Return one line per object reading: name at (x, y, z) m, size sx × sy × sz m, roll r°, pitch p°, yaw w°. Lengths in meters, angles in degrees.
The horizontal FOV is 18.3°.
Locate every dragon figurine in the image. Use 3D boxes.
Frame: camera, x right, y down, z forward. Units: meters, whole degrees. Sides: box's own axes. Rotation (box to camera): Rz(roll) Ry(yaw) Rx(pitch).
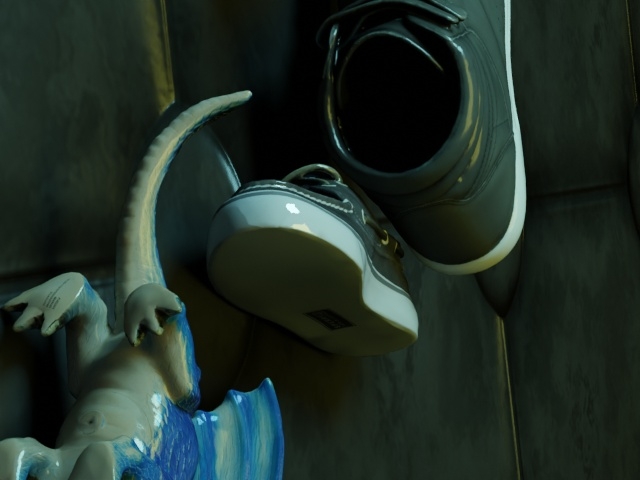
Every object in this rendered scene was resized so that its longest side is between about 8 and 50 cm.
dragon figurine at (-0.071, 0.085, 0.844) m, size 0.144 × 0.085 × 0.289 m, roll 55°, pitch 37°, yaw -50°

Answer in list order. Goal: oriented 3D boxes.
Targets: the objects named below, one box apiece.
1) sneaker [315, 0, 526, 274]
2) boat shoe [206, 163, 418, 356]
sneaker at (0.048, -0.137, 1.108) m, size 0.147 × 0.105 × 0.295 m, roll 41°, pitch 38°, yaw -69°
boat shoe at (0.000, 0.000, 1.050) m, size 0.228 × 0.080 × 0.076 m, roll 36°, pitch 46°, yaw -62°
